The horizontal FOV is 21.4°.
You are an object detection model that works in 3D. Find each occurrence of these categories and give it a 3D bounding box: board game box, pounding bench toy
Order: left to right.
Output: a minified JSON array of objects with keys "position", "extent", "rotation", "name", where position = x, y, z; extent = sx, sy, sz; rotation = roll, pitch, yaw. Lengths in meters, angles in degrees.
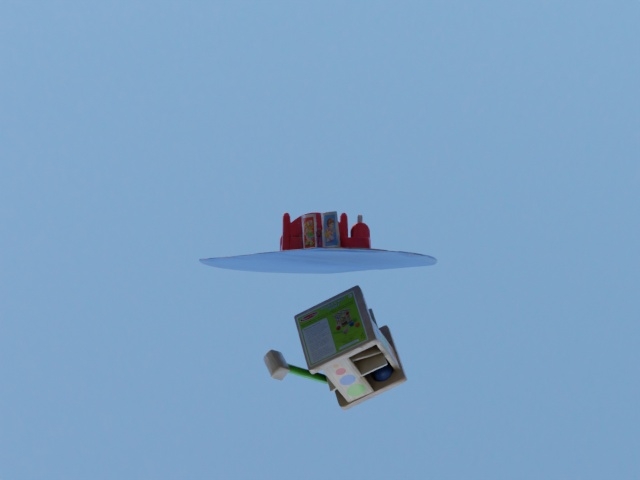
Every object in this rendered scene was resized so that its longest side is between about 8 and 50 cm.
[{"position":[0.000,0.000,1.200],"extent":[0.168,0.133,0.033],"rotation":[-5,-99,42],"name":"board game box"},{"position":[0.009,0.085,1.191],"extent":[0.083,0.065,0.052],"rotation":[-26,-134,9],"name":"pounding bench toy"}]
